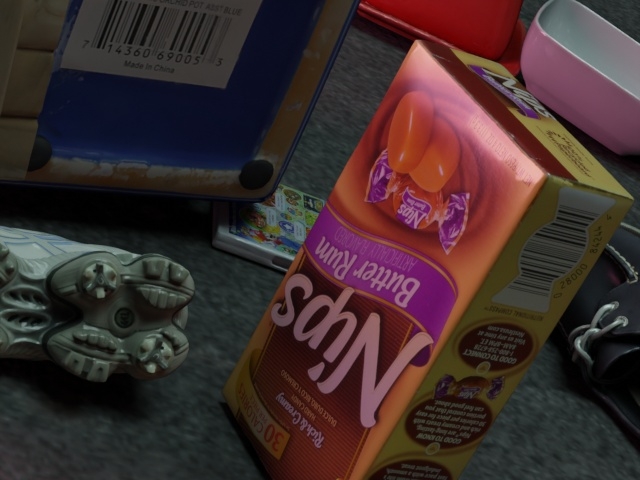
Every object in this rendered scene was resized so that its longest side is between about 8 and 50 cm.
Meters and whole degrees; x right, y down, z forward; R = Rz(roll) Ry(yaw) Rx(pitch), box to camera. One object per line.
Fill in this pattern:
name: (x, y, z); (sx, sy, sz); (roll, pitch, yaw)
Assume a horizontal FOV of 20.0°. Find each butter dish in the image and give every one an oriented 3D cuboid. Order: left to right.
butter dish: (0.103, -0.215, 1.381); (0.160, 0.118, 0.160); (26, 24, -2)

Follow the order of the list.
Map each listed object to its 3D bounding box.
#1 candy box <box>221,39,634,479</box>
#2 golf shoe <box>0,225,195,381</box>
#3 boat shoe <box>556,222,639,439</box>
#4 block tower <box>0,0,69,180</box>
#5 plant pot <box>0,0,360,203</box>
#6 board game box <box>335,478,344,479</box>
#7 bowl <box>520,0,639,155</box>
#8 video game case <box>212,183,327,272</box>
candy box: (0.037, 0.026, 0.742); (0.053, 0.186, 0.109); (12, 27, -35)
golf shoe: (-0.143, 0.020, 0.756); (0.176, 0.069, 0.086); (15, 1, -22)
boat shoe: (0.168, 0.053, 0.958); (0.065, 0.075, 0.206); (6, 35, -44)
block tower: (-0.234, -0.122, 0.822); (0.091, 0.097, 0.335); (2, 23, -41)
plant pot: (-0.107, -0.151, 0.911); (0.236, 0.236, 0.212); (4, 35, -34)
board game box: (0.063, 0.166, 0.662); (0.181, 0.043, 0.092); (29, 24, 7)
bowl: (0.213, -0.117, 1.361); (0.142, 0.053, 0.142); (34, 25, 4)
video game case: (0.000, 0.000, 0.976); (0.122, 0.011, 0.087); (21, 25, -13)
